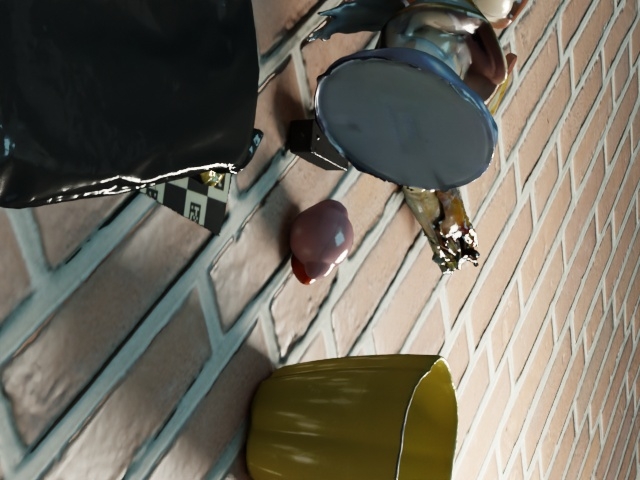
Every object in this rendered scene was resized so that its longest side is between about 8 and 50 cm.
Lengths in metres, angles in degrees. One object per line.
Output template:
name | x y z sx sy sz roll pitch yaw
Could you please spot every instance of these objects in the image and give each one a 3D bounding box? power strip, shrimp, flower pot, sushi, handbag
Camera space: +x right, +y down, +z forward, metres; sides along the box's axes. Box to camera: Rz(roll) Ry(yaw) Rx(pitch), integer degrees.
power strip | -0.001 -0.100 1.399 0.111 0.029 0.038 22 69 -67
shrimp | 0.149 -0.096 1.716 0.289 0.075 0.178 59 38 -34
flower pot | 0.029 0.202 1.340 0.195 0.179 0.195 5 90 -69
sushi | -0.097 -0.113 1.159 0.210 0.040 0.193 39 59 -63
handbag | -0.145 -0.132 0.976 0.332 0.075 0.192 -15 103 -59

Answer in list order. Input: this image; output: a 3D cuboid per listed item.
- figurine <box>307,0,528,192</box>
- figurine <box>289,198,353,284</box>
figurine | 0.118 -0.251 1.398 0.277 0.248 0.388 69 37 -50
figurine | 0.000 0.000 1.375 0.067 0.071 0.083 19 63 -24
